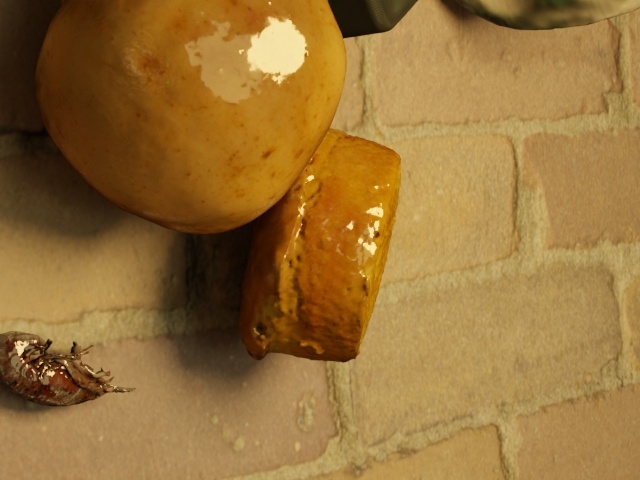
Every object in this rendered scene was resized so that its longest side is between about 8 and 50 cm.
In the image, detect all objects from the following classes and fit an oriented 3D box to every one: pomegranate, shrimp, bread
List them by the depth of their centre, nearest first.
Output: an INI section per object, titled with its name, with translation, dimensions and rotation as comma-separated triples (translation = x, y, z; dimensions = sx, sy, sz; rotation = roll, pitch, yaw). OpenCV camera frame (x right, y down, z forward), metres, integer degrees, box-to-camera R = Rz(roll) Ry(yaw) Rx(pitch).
[pomegranate]
translation = -0.117, -0.148, 1.482
dimensions = 0.307, 0.307, 0.307
rotation = 1, 89, -47
[shrimp]
translation = -0.242, 0.125, 1.506
dimensions = 0.165, 0.057, 0.065
rotation = 15, 72, -49
[bread]
translation = 0.000, 0.000, 1.643
dimensions = 0.268, 0.146, 0.268
rotation = 12, 90, -88

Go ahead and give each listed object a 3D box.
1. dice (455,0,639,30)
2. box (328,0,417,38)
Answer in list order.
[dice]
translation = 0.307, -0.467, 1.907
dimensions = 0.348, 0.330, 0.328
rotation = -46, 122, -35
[box]
translation = 0.034, -0.326, 1.711
dimensions = 0.144, 0.090, 0.201
rotation = -50, 128, -42
